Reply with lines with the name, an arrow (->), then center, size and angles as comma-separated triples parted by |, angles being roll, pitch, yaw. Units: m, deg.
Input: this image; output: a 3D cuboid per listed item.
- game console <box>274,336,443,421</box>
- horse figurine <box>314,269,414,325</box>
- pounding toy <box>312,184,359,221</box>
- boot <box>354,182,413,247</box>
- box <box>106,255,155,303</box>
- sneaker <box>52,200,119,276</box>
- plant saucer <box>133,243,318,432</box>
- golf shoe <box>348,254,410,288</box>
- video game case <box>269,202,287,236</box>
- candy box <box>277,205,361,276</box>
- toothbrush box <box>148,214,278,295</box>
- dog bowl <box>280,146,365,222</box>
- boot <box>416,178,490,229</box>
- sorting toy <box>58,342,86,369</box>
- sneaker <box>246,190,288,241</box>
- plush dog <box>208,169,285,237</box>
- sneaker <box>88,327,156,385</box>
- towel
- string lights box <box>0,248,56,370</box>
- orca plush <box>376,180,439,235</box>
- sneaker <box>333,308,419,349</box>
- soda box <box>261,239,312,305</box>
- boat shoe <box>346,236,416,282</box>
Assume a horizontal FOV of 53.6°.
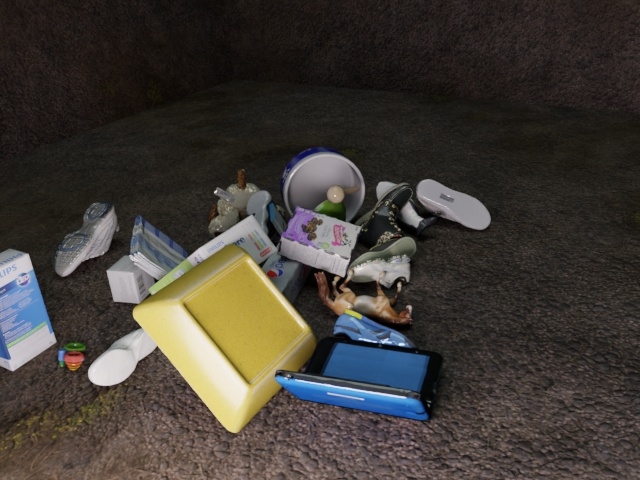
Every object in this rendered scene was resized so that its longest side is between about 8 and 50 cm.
game console -> 0.089, 0.258, 1.306 | 0.293, 0.250, 0.173 | 4, 65, 19
horse figurine -> 0.108, 0.149, 1.624 | 0.263, 0.066, 0.174 | 7, 41, 4
pounding toy -> 0.048, -0.044, 1.898 | 0.110, 0.237, 0.183 | 41, 21, 24
boot -> 0.225, -0.059, 1.938 | 0.236, 0.085, 0.178 | -42, 36, 1
box -> -0.532, 0.109, 1.786 | 0.087, 0.101, 0.102 | 2, 26, 15
sneaker -> -0.730, 0.009, 2.017 | 0.111, 0.129, 0.297 | 10, 49, 24
plant saucer -> -0.173, 0.182, 1.371 | 0.081, 0.333, 0.333 | -40, -1, 42
golf shoe -> 0.166, 0.091, 1.719 | 0.176, 0.086, 0.069 | -7, -7, -13
video game case -> -0.105, -0.023, 1.911 | 0.015, 0.166, 0.119 | -29, 26, 7
candy box -> 0.000, 0.000, 1.758 | 0.196, 0.070, 0.165 | 18, 37, 4
toothbrush box -> -0.279, 0.077, 1.630 | 0.283, 0.122, 0.206 | -35, 2, 42
dog bowl -> 0.004, -0.165, 2.054 | 0.264, 0.265, 0.104 | -10, 25, -10
boot -> 0.428, -0.108, 2.059 | 0.258, 0.123, 0.095 | 33, 82, 11
sorting toy -> -0.602, 0.284, 1.532 | 0.061, 0.042, 0.102 | 3, 12, -18
sneaker -> -0.169, -0.011, 1.961 | 0.101, 0.153, 0.269 | -9, 58, 30
plush dog -> -0.272, -0.125, 2.142 | 0.262, 0.211, 0.225 | -14, 5, -17
sneaker -> -0.481, 0.275, 1.499 | 0.094, 0.080, 0.212 | -4, 17, 28
towel -> -0.456, 0.042, 1.827 | 0.034, 0.209, 0.285 | -46, 26, 9
string lights box -> -0.747, 0.167, 1.533 | 0.076, 0.260, 0.133 | 11, 30, 29
orca plush -> 0.294, -0.106, 2.074 | 0.102, 0.151, 0.287 | 15, 8, -37
sneaker -> 0.127, 0.235, 1.484 | 0.209, 0.069, 0.082 | 22, 72, 26
soda box -> -0.104, 0.102, 1.737 | 0.098, 0.091, 0.286 | 4, 28, 14
boat shoe -> 0.166, 0.057, 1.803 | 0.227, 0.081, 0.068 | -24, 8, -20
